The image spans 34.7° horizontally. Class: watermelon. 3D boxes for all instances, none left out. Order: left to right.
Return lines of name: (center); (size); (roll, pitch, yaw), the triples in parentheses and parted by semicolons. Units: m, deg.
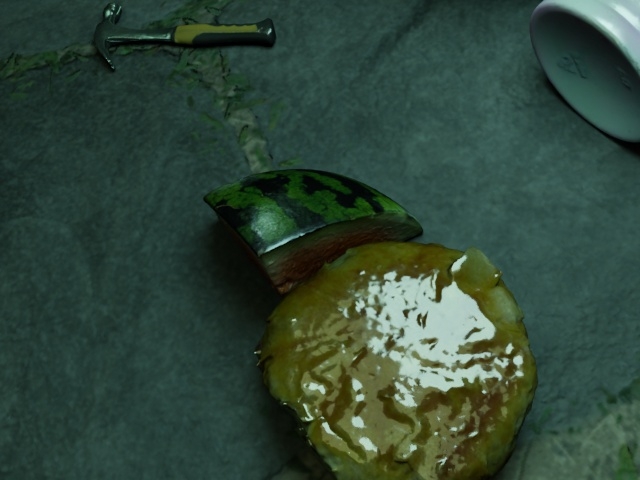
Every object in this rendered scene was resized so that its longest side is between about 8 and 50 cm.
watermelon: (-0.003, -0.020, 0.886); (0.145, 0.137, 0.193); (-35, 19, -5)

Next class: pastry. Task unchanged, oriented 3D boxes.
pastry: (0.054, 0.103, 0.811); (0.229, 0.100, 0.218); (13, 71, 14)

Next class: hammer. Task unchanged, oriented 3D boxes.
hammer: (-0.144, -0.212, 1.065); (0.201, 0.021, 0.078); (3, 64, 16)

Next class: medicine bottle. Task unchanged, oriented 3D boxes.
medicine bottle: (0.324, -0.220, 0.887); (0.254, 0.152, 0.152); (-39, 61, -9)
